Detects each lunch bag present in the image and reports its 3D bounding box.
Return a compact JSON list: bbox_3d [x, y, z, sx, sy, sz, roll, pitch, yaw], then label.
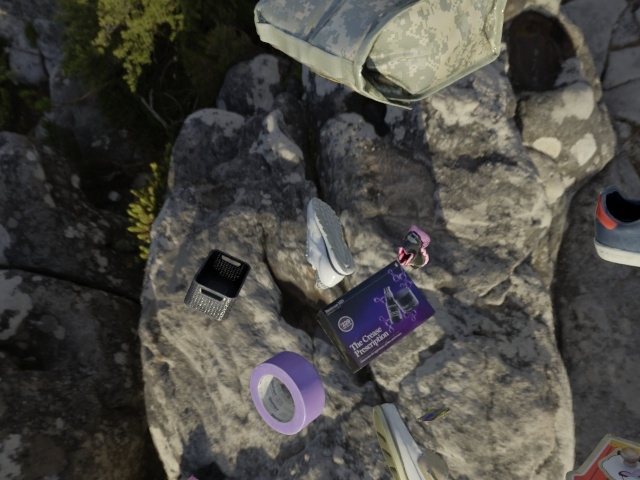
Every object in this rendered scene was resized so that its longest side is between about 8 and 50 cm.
[{"bbox_3d":[0.079,-0.303,0.685,0.287,0.169,0.235,-33,52,-21],"label":"lunch bag"}]

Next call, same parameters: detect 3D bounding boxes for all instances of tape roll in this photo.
[{"bbox_3d":[-0.085,0.381,1.240,0.080,0.189,0.189,-18,71,-48],"label":"tape roll"}]

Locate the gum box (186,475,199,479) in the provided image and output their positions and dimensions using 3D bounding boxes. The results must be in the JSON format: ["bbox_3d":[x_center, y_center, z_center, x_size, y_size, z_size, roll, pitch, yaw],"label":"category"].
[{"bbox_3d":[-0.252,0.517,0.842,0.062,0.107,0.188,27,113,16],"label":"gum box"}]

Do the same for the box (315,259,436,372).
[{"bbox_3d":[0.147,0.201,1.325,0.261,0.103,0.184,-32,75,-19],"label":"box"}]

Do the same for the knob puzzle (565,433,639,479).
[{"bbox_3d":[0.351,0.277,0.506,0.213,0.213,0.030,-12,105,-3],"label":"knob puzzle"}]

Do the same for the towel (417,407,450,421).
[{"bbox_3d":[0.287,0.440,1.247,0.060,0.083,0.009,-22,81,-28],"label":"towel"}]

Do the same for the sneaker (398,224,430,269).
[{"bbox_3d":[0.150,0.023,0.829,0.047,0.119,0.057,37,74,26],"label":"sneaker"}]

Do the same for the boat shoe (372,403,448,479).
[{"bbox_3d":[0.200,0.462,0.983,0.103,0.113,0.302,-22,81,-9],"label":"boat shoe"}]

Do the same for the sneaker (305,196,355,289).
[{"bbox_3d":[0.000,0.000,1.152,0.090,0.095,0.235,19,42,-37],"label":"sneaker"}]

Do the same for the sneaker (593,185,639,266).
[{"bbox_3d":[0.620,-0.027,0.801,0.131,0.350,0.148,-30,112,-30],"label":"sneaker"}]

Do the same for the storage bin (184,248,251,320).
[{"bbox_3d":[-0.274,0.116,1.324,0.122,0.180,0.084,26,117,-6],"label":"storage bin"}]
